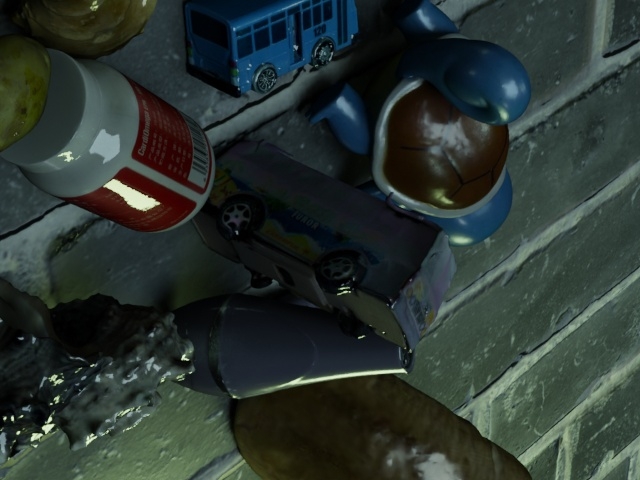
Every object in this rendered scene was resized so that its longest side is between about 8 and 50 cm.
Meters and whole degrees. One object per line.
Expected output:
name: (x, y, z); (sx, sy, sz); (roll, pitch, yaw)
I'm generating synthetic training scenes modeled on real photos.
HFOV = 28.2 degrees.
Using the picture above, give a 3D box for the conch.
conch: (-0.244, 0.133, 1.252); (0.313, 0.240, 0.186); (36, 49, -65)

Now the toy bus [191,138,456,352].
toy bus: (0.000, 0.000, 1.379); (0.138, 0.317, 0.112); (-49, 144, -21)

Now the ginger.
ginger: (-0.229, -0.211, 1.086); (0.294, 0.131, 0.086); (-7, 78, -79)

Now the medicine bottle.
medicine bottle: (-0.203, -0.091, 1.202); (0.131, 0.131, 0.250); (-60, 156, 0)

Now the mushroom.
mushroom: (0.074, 0.295, 1.699); (0.224, 0.313, 0.397); (-57, 138, -9)

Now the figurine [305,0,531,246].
figurine: (0.139, -0.153, 1.559); (0.298, 0.243, 0.416); (-57, 165, -19)

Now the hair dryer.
hair dryer: (-0.004, 0.092, 1.540); (0.361, 0.301, 0.121); (-33, 119, -67)

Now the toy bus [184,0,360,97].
toy bus: (-0.048, -0.232, 1.357); (0.184, 0.090, 0.106); (-30, 132, -34)

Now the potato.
potato: (-0.265, -0.115, 1.023); (0.138, 0.070, 0.092); (-37, 140, -43)
